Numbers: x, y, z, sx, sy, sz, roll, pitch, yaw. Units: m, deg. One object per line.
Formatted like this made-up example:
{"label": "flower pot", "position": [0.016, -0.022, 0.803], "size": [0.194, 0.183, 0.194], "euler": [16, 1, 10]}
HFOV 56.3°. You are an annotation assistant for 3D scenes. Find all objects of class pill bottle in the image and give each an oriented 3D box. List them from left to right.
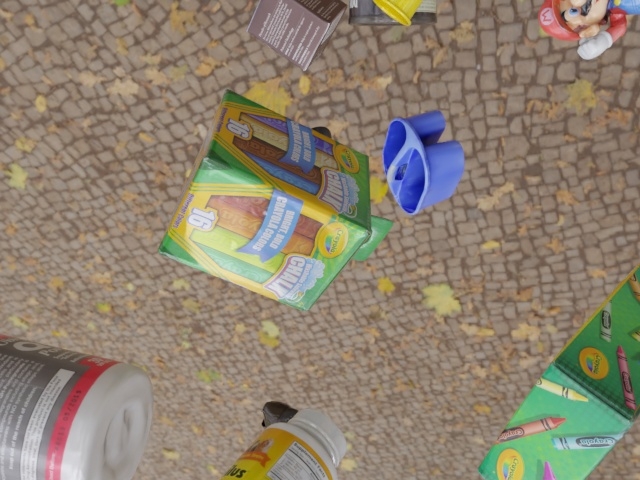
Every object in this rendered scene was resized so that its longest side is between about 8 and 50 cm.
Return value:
{"label": "pill bottle", "position": [-0.386, 0.209, 0.733], "size": [0.318, 0.176, 0.176], "euler": [10, 134, 9]}
{"label": "pill bottle", "position": [-0.059, 0.306, 0.723], "size": [0.117, 0.215, 0.117], "euler": [21, 130, 28]}

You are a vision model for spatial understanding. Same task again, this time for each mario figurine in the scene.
{"label": "mario figurine", "position": [0.593, -0.492, 1.192], "size": [0.320, 0.198, 0.170], "euler": [-8, 136, 38]}

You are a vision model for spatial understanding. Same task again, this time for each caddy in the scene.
{"label": "caddy", "position": [0.280, -0.225, 1.775], "size": [0.179, 0.241, 0.341], "euler": [-19, 157, -11]}

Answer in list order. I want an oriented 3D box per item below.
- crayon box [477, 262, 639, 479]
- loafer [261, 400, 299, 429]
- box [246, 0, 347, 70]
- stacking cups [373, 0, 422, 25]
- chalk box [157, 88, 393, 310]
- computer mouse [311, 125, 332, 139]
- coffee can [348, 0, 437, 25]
{"label": "crayon box", "position": [0.292, 0.149, 0.633], "size": [0.081, 0.278, 0.165], "euler": [37, 129, 26]}
{"label": "loafer", "position": [-0.082, 0.398, 1.292], "size": [0.078, 0.080, 0.220], "euler": [34, 148, 24]}
{"label": "box", "position": [-0.064, -0.630, 1.700], "size": [0.203, 0.168, 0.167], "euler": [33, 134, -3]}
{"label": "stacking cups", "position": [0.230, -0.565, 1.130], "size": [0.096, 0.096, 0.316], "euler": [35, 102, -17]}
{"label": "chalk box", "position": [-0.042, -0.039, 0.823], "size": [0.288, 0.179, 0.180], "euler": [23, 128, -15]}
{"label": "computer mouse", "position": [-0.052, -0.240, 1.903], "size": [0.188, 0.072, 0.272], "euler": [15, 126, -43]}
{"label": "coffee can", "position": [0.162, -0.622, 1.321], "size": [0.201, 0.201, 0.276], "euler": [4, 108, 13]}
